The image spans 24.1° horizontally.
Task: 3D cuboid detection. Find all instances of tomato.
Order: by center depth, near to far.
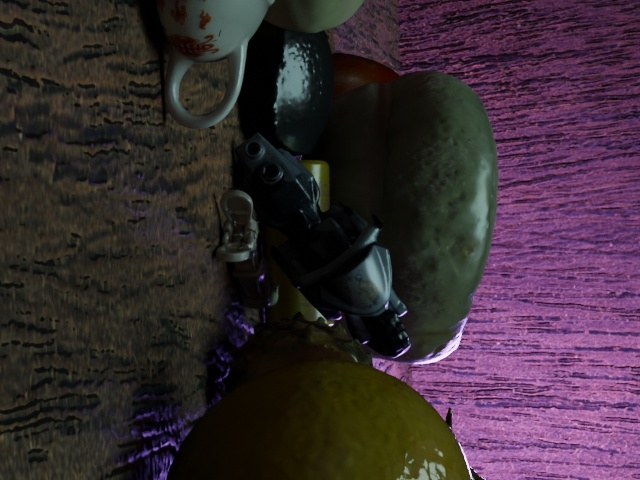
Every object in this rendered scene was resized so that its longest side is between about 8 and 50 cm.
[{"bbox_3d":[0.088,-0.130,2.301,0.338,0.144,0.338,-4,90,-80],"label":"tomato"}]

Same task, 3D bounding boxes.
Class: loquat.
[{"bbox_3d":[0.016,0.229,1.180,0.275,0.275,0.275,-2,90,-82],"label":"loquat"}]

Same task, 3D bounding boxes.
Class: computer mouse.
[{"bbox_3d":[-0.024,-0.175,1.689,0.295,0.087,0.168,-28,119,-83],"label":"computer mouse"}]

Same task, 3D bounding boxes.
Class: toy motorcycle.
[{"bbox_3d":[0.000,0.000,1.505,0.270,0.106,0.159,52,-5,17],"label":"toy motorcycle"}]

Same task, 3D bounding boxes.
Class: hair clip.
[{"bbox_3d":[-0.070,0.035,1.503,0.226,0.034,0.072,77,17,-61],"label":"hair clip"}]

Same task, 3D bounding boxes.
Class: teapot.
[{"bbox_3d":[-0.092,-0.215,1.226,0.159,0.116,0.245,156,-62,-87],"label":"teapot"}]

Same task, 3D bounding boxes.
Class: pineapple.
[{"bbox_3d":[-0.018,0.133,1.485,0.278,0.158,0.158,-105,-169,-81],"label":"pineapple"}]

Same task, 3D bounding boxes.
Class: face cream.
[{"bbox_3d":[-0.024,0.049,1.664,0.078,0.078,0.273,10,78,-82],"label":"face cream"}]

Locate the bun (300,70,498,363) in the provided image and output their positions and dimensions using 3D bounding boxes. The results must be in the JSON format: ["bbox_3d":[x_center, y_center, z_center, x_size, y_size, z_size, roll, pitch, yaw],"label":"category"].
[{"bbox_3d":[0.072,-0.029,1.794,0.365,0.219,0.365,-176,-90,-77],"label":"bun"}]

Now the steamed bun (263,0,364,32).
[{"bbox_3d":[-0.019,-0.317,1.392,0.200,0.170,0.225,57,-14,27],"label":"steamed bun"}]
